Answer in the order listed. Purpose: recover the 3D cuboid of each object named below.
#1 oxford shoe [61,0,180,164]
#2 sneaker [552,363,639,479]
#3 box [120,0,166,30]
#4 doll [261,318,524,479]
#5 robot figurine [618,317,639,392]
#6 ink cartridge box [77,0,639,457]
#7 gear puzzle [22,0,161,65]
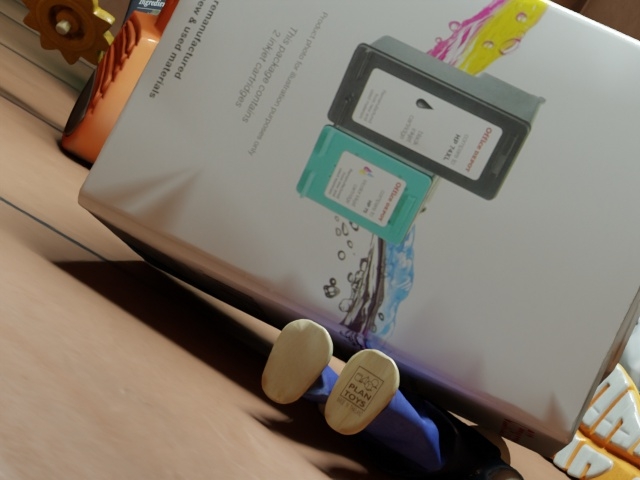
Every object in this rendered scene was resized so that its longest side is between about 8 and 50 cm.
[{"bbox_3d":[-0.041,-0.184,1.327,0.132,0.364,0.130,33,19,-18],"label":"oxford shoe"},{"bbox_3d":[0.231,0.159,1.288,0.083,0.084,0.215,31,13,-43],"label":"sneaker"},{"bbox_3d":[-0.026,-0.212,1.846,0.179,0.313,0.343,11,-7,33],"label":"box"},{"bbox_3d":[0.047,0.095,0.869,0.129,0.046,0.189,24,-7,32],"label":"doll"},{"bbox_3d":[0.322,0.068,1.732,0.300,0.200,0.353,5,29,-1],"label":"robot figurine"},{"bbox_3d":[0.050,-0.030,0.955,0.270,0.197,0.198,26,-6,8],"label":"ink cartridge box"},{"bbox_3d":[-0.099,-0.110,1.464,0.339,0.044,0.175,32,-40,-4],"label":"gear puzzle"}]
